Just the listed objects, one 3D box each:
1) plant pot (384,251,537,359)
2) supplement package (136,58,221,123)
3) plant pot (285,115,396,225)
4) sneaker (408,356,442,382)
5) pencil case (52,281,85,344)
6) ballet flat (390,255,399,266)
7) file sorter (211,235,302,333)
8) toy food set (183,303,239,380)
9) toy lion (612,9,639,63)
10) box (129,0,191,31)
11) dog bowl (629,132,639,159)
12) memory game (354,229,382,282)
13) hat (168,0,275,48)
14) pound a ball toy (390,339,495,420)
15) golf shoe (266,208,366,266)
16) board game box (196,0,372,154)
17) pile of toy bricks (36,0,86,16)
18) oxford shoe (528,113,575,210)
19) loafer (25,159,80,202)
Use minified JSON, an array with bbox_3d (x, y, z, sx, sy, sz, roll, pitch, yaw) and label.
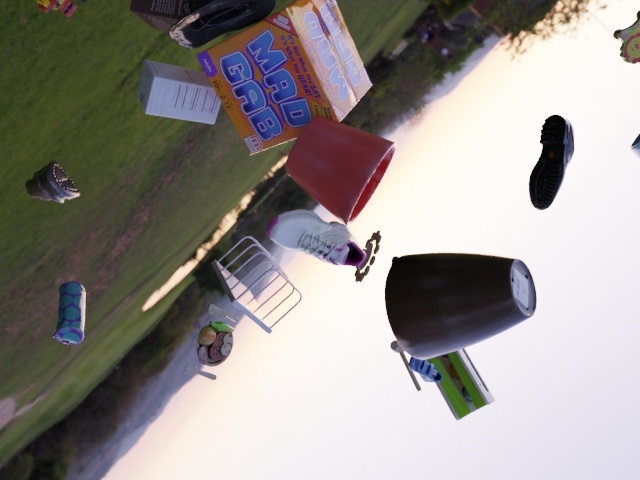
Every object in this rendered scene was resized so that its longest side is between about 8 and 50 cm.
[{"bbox_3d":[0.278,0.109,1.057,0.230,0.215,0.215,-17,-156,42],"label":"plant pot"},{"bbox_3d":[-0.470,-0.496,1.864,0.244,0.139,0.134,2,128,-35],"label":"supplement package"},{"bbox_3d":[0.049,-0.219,1.612,0.275,0.243,0.275,-56,170,-15],"label":"plant pot"},{"bbox_3d":[0.321,0.391,1.693,0.059,0.144,0.053,1,-121,47],"label":"sneaker"},{"bbox_3d":[-0.594,0.172,1.317,0.070,0.064,0.152,-39,-136,20],"label":"pencil case"},{"bbox_3d":[0.353,0.203,2.358,0.096,0.280,0.095,-27,174,-17],"label":"ballet flat"},{"bbox_3d":[-0.212,0.136,1.862,0.173,0.193,0.278,-43,-145,-1],"label":"file sorter"},{"bbox_3d":[-0.283,0.282,1.505,0.038,0.132,0.192,4,-111,42],"label":"toy food set"},{"bbox_3d":[0.721,-0.456,1.256,0.100,0.096,0.034,-42,-164,13],"label":"toy lion"},{"bbox_3d":[-0.434,-0.731,1.677,0.167,0.203,0.169,-22,126,-82],"label":"box"},{"bbox_3d":[0.909,-0.312,1.416,0.166,0.074,0.297,-46,166,-29],"label":"dog bowl"},{"bbox_3d":[0.153,0.052,1.790,0.186,0.012,0.186,-156,-90,-80],"label":"memory game"},{"bbox_3d":[-0.277,-0.635,1.458,0.331,0.134,0.331,-24,-172,3],"label":"hat"},{"bbox_3d":[0.402,0.431,1.837,0.208,0.319,0.135,-36,158,20],"label":"pound a ball toy"},{"bbox_3d":[0.000,0.000,1.477,0.306,0.140,0.115,10,115,-41],"label":"golf shoe"},{"bbox_3d":[-0.102,-0.554,1.813,0.356,0.356,0.356,-13,-154,32],"label":"board game box"},{"bbox_3d":[-0.583,-0.626,1.264,0.212,0.118,0.105,-58,153,-6],"label":"pile of toy bricks"},{"bbox_3d":[0.572,-0.182,1.343,0.096,0.082,0.227,2,105,-41],"label":"oxford shoe"},{"bbox_3d":[-0.884,-0.172,1.817,0.130,0.134,0.366,-40,-158,-13],"label":"loafer"}]
